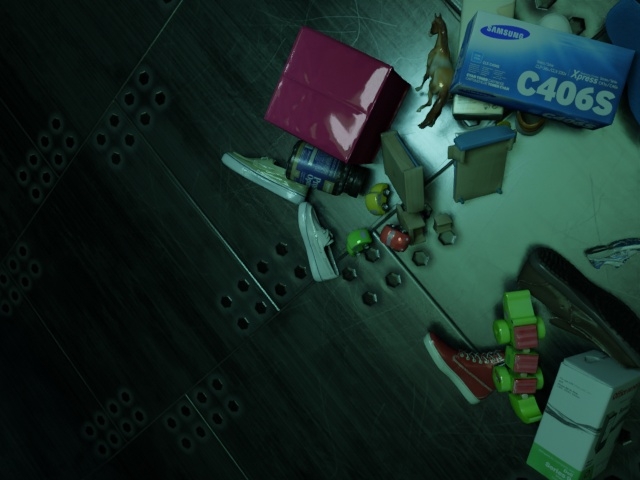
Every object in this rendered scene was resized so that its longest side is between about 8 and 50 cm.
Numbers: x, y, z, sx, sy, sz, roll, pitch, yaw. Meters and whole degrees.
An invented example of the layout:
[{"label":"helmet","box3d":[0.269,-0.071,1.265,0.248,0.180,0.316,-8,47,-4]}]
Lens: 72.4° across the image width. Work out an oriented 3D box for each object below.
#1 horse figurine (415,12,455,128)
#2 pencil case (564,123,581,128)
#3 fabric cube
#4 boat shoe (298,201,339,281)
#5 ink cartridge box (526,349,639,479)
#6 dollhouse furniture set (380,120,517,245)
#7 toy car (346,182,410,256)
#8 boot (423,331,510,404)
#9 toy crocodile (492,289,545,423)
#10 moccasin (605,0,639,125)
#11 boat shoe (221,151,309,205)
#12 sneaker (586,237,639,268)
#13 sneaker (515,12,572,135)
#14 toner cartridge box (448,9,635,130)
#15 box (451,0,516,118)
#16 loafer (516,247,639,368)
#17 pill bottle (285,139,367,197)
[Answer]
[{"label":"horse figurine","box3d":[0.286,-0.402,1.088,0.066,0.174,0.263,8,64,-8]},{"label":"pencil case","box3d":[0.642,-0.347,1.051,0.070,0.064,0.151,27,108,-1]},{"label":"fabric cube","box3d":[0.053,-0.376,1.179,0.258,0.254,0.259,30,108,15]},{"label":"boat shoe","box3d":[0.000,0.000,1.357,0.084,0.095,0.257,-10,105,19]},{"label":"ink cartridge box","box3d":[0.652,0.437,1.080,0.122,0.211,0.288,27,111,49]},{"label":"dollhouse furniture set","box3d":[0.348,-0.185,1.190,0.304,0.198,0.286,-15,134,0]},{"label":"toy car","box3d":[0.139,-0.028,1.269,0.225,0.053,0.238,-45,47,38]},{"label":"boot","box3d":[0.426,0.324,1.235,0.176,0.088,0.244,-43,90,21]},{"label":"toy crocodile","box3d":[0.516,0.295,1.123,0.115,0.105,0.340,-3,96,1]},{"label":"moccasin","box3d":[0.755,-0.384,0.957,0.138,0.117,0.341,-17,88,68]},{"label":"boat shoe","box3d":[-0.168,-0.215,1.388,0.303,0.109,0.094,28,92,6]},{"label":"sneaker","box3d":[0.742,0.035,1.086,0.135,0.052,0.058,-18,101,31]},{"label":"sneaker","box3d":[0.543,-0.404,1.052,0.106,0.123,0.289,11,101,22]},{"label":"toner cartridge box","box3d":[0.482,-0.372,0.968,0.348,0.075,0.165,14,93,0]},{"label":"box","box3d":[0.405,-0.464,1.085,0.121,0.148,0.310,6,102,20]},{"label":"loafer","box3d":[0.659,0.178,1.111,0.366,0.134,0.130,49,139,18]},{"label":"pill bottle","box3d":[0.018,-0.203,1.277,0.219,0.123,0.122,20,106,2]}]
